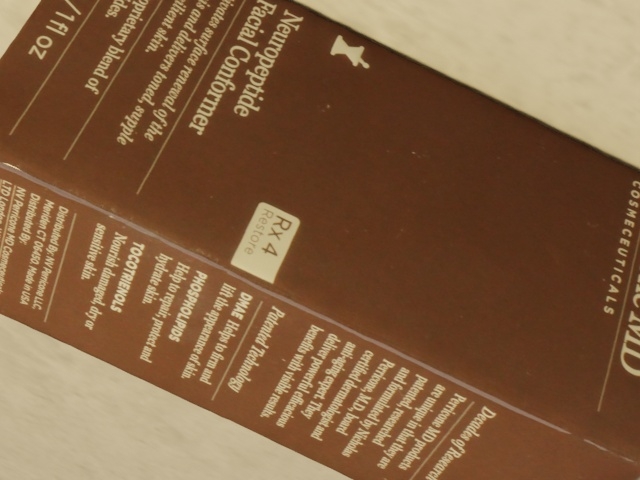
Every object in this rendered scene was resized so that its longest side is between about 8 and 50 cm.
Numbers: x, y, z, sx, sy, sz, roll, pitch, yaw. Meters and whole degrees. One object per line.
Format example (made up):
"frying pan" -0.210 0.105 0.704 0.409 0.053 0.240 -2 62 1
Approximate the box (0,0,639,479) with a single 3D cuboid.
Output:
"box" 0.000 0.000 0.773 0.381 0.191 0.143 26 141 -4
